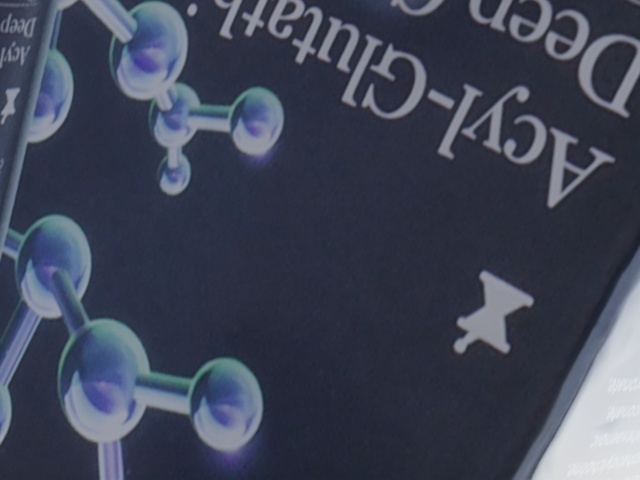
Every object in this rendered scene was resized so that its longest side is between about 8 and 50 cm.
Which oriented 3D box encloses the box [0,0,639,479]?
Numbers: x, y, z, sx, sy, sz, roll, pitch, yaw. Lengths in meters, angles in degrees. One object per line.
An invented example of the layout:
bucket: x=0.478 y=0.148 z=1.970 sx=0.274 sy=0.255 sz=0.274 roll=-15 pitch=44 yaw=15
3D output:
box: x=0.000 y=0.000 z=0.498 sx=0.294 sy=0.395 sz=0.212 roll=31 pitch=13 yaw=31
